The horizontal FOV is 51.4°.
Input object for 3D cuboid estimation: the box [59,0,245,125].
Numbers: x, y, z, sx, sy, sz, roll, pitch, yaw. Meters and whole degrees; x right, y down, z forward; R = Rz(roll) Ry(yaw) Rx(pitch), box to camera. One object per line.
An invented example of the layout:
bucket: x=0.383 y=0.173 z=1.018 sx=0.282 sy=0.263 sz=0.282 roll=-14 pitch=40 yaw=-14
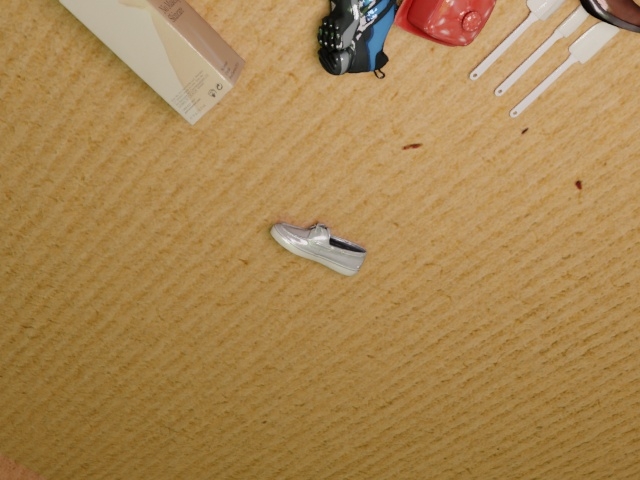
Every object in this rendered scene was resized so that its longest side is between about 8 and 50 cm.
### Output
box: x=-0.297 y=-0.379 z=1.216 sx=0.121 sy=0.148 sz=0.311 roll=-36 pitch=115 yaw=24

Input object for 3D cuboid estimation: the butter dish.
butter dish: x=0.237 y=-0.400 z=1.147 sx=0.160 sy=0.118 sz=0.160 roll=9 pitch=129 yaw=-31

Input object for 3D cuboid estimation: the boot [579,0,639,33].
boot: x=0.517 y=-0.513 z=1.097 sx=0.264 sy=0.096 sz=0.280 roll=30 pitch=112 yaw=-5

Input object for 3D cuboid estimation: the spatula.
spatula: x=0.406 y=-0.355 z=1.241 sx=0.168 sy=0.019 sz=0.242 roll=34 pitch=120 yaw=-23

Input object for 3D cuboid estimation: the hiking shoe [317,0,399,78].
hiking shoe: x=0.079 y=-0.445 z=1.179 sx=0.132 sy=0.113 sz=0.304 roll=-5 pitch=122 yaw=-28

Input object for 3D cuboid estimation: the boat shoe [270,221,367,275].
boat shoe: x=0.001 y=0.001 z=1.490 sx=0.227 sy=0.079 sz=0.081 roll=25 pitch=114 yaw=-17
